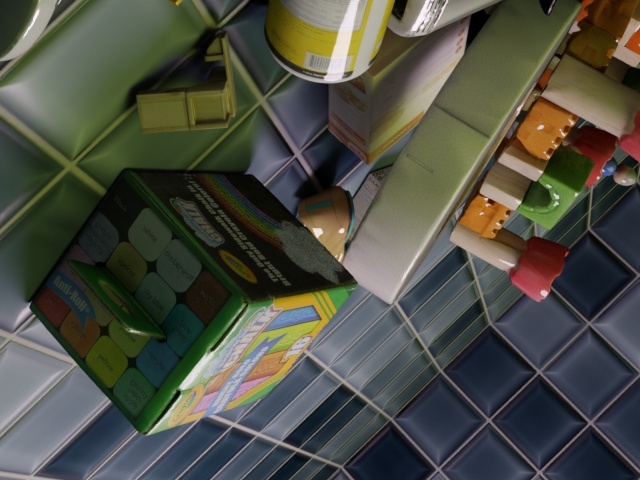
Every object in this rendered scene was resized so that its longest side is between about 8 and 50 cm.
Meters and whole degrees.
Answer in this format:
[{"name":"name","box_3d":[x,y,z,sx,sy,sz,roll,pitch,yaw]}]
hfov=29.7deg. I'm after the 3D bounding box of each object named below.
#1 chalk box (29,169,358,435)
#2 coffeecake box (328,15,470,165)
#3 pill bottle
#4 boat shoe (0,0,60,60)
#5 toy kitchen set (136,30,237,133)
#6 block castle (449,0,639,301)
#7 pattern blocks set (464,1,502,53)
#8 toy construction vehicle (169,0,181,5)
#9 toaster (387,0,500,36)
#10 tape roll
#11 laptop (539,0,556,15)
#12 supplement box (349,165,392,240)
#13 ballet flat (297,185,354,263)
[{"name":"chalk box","box_3d":[-0.134,0.055,1.148,0.179,0.180,0.289,-52,159,21]},{"name":"coffeecake box","box_3d":[0.080,-0.182,1.256,0.142,0.068,0.185,-41,162,-16]},{"name":"pill bottle","box_3d":[0.015,-0.221,0.976,0.103,0.103,0.184,-34,159,-28]},{"name":"boat shoe","box_3d":[-0.151,-0.207,0.710,0.076,0.080,0.228,-20,143,-49]},{"name":"toy kitchen set","box_3d":[-0.113,-0.137,1.019,0.083,0.075,0.068,-86,172,-69]},{"name":"block castle","box_3d":[0.360,-0.138,1.541,0.303,0.213,0.453,-60,177,-28]},{"name":"pattern blocks set","box_3d":[0.262,-0.332,1.379,0.325,0.026,0.285,-48,163,15]},{"name":"toy construction vehicle","box_3d":[-0.097,-0.219,0.864,0.086,0.035,0.098,-55,165,-3]},{"name":"toaster","box_3d":[0.112,-0.273,1.037,0.146,0.129,0.227,-31,160,-26]},{"name":"tape roll","box_3d":[0.153,-0.107,1.315,0.392,0.072,0.392,-56,175,-8]},{"name":"laptop","box_3d":[0.259,-0.377,1.065,0.264,0.136,0.234,-41,163,-30]},{"name":"supplement box","box_3d":[0.071,-0.048,1.582,0.062,0.036,0.098,-21,151,-50]},{"name":"ballet flat","box_3d":[0.000,0.000,1.515,0.073,0.080,0.232,-12,153,-6]}]
